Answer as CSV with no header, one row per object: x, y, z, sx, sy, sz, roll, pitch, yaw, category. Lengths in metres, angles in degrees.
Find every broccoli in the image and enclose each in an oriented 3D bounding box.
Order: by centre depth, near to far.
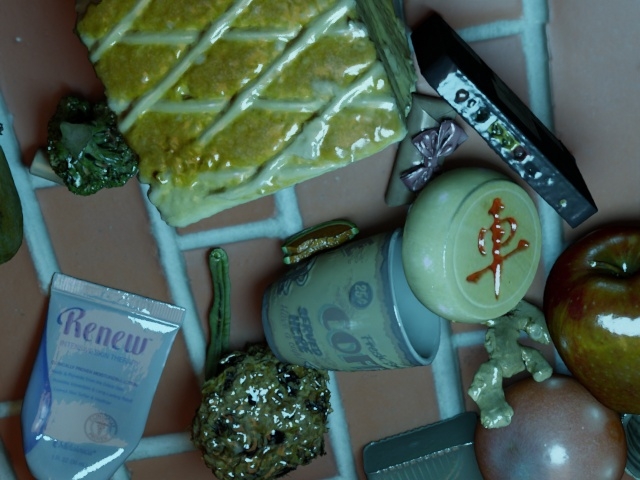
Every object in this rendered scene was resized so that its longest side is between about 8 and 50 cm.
-0.358,-0.151,1.838,0.146,0.138,0.162,-19,81,4,broccoli

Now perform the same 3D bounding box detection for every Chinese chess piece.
0.242,0.008,1.874,0.251,0.097,0.250,-8,103,-38,Chinese chess piece

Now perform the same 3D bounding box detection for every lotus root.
-0.543,-0.065,1.885,0.124,0.123,0.241,-2,118,11,lotus root

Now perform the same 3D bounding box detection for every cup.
0.061,0.125,1.978,0.257,0.227,0.301,-11,151,24,cup

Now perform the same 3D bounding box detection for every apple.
0.517,0.126,1.916,0.288,0.288,0.316,-24,120,12,apple

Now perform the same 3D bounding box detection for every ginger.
0.322,0.196,1.971,0.149,0.258,0.065,6,146,4,ginger

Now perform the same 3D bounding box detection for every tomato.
0.388,0.352,2.020,0.225,0.256,0.255,5,128,-47,tomato

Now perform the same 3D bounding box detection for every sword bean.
-0.177,0.132,2.051,0.043,0.038,0.269,-10,123,-24,sword bean

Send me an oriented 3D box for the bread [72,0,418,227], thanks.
-0.090,-0.259,1.648,0.390,0.279,0.371,-21,96,13,bread

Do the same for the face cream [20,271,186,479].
-0.408,0.273,2.104,0.235,0.137,0.420,17,107,-8,face cream

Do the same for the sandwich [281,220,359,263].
0.002,-0.001,1.956,0.135,0.067,0.029,-16,115,14,sandwich

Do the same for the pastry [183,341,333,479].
-0.104,0.296,2.075,0.275,0.193,0.274,-4,101,-18,pastry

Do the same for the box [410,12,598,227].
0.275,-0.180,1.775,0.058,0.211,0.350,-40,114,18,box

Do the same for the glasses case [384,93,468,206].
0.174,-0.128,1.884,0.103,0.070,0.193,10,120,-7,glasses case

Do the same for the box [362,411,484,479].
0.203,0.440,2.185,0.274,0.138,0.178,-19,112,7,box

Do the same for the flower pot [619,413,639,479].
0.620,0.310,2.100,0.236,0.140,0.235,-1,119,-2,flower pot

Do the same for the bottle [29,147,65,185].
-0.415,-0.112,1.903,0.096,0.045,0.045,21,118,-15,bottle
